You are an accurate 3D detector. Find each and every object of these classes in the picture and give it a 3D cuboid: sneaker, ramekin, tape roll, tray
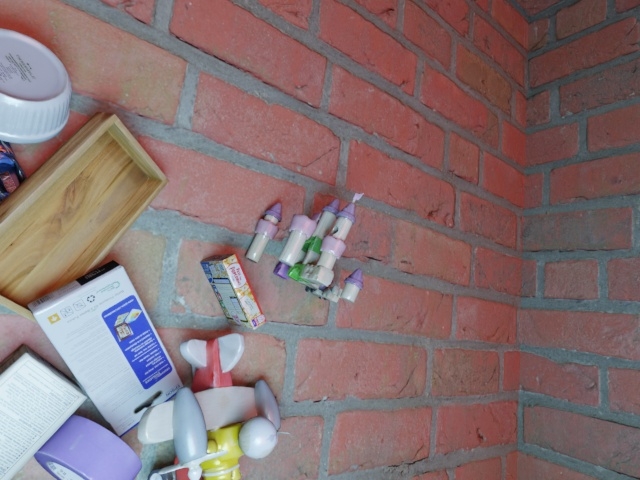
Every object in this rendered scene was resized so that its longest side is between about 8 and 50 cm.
[{"bbox_3d":[-0.639,-0.163,0.800,0.083,0.087,0.221,-39,110,-34],"label":"sneaker"},{"bbox_3d":[-0.598,-0.306,0.792,0.207,0.109,0.207,24,52,-35],"label":"ramekin"},{"bbox_3d":[-0.462,0.442,0.811,0.189,0.189,0.080,55,38,-20],"label":"tape roll"},{"bbox_3d":[-0.519,-0.051,0.844,0.411,0.076,0.203,-60,148,-26],"label":"tray"}]

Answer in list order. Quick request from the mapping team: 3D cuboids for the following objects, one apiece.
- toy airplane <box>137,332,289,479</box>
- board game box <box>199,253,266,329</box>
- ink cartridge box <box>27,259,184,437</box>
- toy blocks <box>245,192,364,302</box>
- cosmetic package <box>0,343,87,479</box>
[{"bbox_3d":[-0.219,0.409,0.945,0.386,0.272,0.385,-53,139,-53],"label":"toy airplane"},{"bbox_3d":[-0.229,0.132,1.054,0.045,0.146,0.194,-30,105,-35],"label":"board game box"},{"bbox_3d":[-0.448,0.243,0.891,0.175,0.069,0.371,-35,123,-34],"label":"ink cartridge box"},{"bbox_3d":[0.000,0.000,1.152,0.309,0.288,0.260,33,72,-28],"label":"toy blocks"},{"bbox_3d":[-0.616,0.360,0.747,0.296,0.129,0.153,-50,116,-30],"label":"cosmetic package"}]
